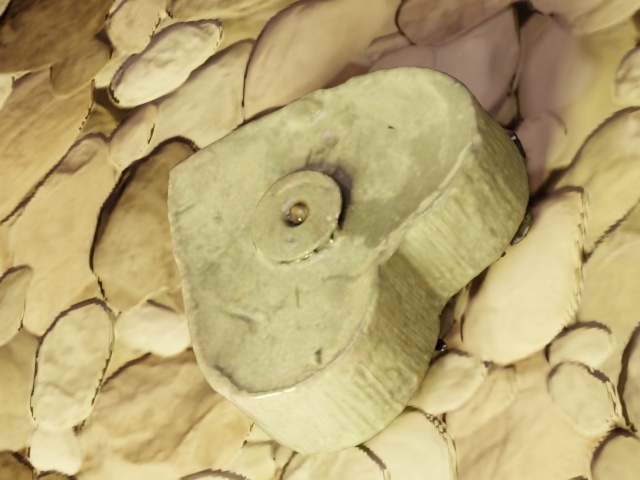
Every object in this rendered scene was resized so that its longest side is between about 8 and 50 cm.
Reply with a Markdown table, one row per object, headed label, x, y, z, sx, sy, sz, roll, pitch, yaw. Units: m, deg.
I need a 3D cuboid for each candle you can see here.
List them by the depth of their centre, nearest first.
| label | x | y | z | sx | sy | sz | roll | pitch | yaw |
| --- | --- | --- | --- | --- | --- | --- | --- | --- | --- |
| candle | 0.000 | 0.000 | 0.949 | 0.168 | 0.068 | 0.192 | 18 | 68 | 41 |
